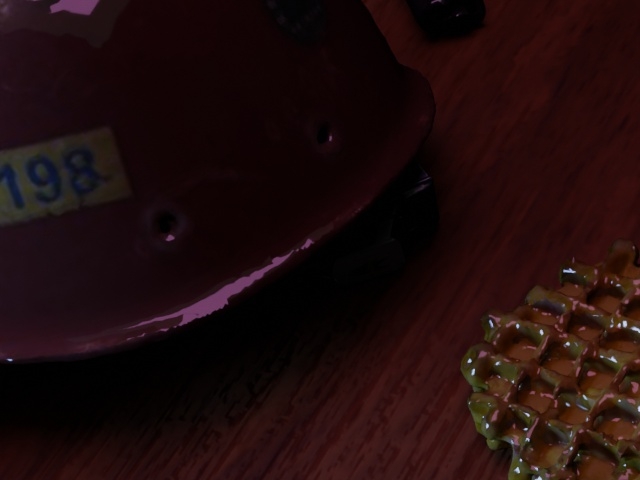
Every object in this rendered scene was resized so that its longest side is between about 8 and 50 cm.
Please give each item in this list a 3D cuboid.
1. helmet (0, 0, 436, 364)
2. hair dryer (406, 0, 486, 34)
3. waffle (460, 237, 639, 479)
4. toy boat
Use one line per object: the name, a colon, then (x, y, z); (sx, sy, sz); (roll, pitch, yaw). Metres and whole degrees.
helmet: (-0.146, -0.107, 1.086); (0.385, 0.230, 0.337); (-10, 28, 23)
hair dryer: (0.068, -0.228, 1.320); (0.197, 0.089, 0.251); (-16, 48, 1)
waffle: (0.161, 0.068, 0.944); (0.191, 0.038, 0.191); (-11, 38, 9)
toy boat: (0.000, 0.000, 1.079); (0.141, 0.055, 0.060); (-23, 63, -3)
